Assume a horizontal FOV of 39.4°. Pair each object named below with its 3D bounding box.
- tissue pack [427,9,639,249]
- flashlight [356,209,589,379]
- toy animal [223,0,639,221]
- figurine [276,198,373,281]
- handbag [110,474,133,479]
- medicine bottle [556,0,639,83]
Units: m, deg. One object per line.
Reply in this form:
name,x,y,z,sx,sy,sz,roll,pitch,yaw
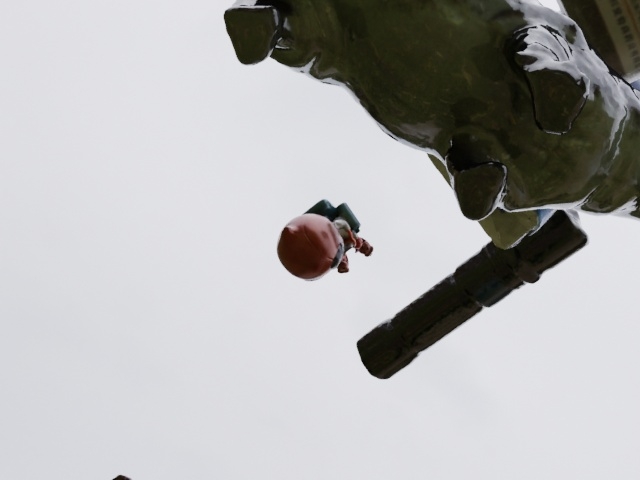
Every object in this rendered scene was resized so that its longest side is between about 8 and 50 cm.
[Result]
tissue pack,0.281,-0.149,1.139,0.209,0.270,0.137,54,-27,-1
flashlight,0.232,0.085,1.422,0.424,0.103,0.103,-39,-69,20
toy animal,0.113,-0.070,0.475,0.343,0.168,0.106,27,-61,-12
figurine,0.000,0.000,0.921,0.068,0.140,0.075,-37,-101,19
handbag,-0.254,0.470,1.319,0.260,0.084,0.275,40,-34,-4
medicine bottle,0.380,-0.278,0.899,0.273,0.165,0.165,-24,-58,19
